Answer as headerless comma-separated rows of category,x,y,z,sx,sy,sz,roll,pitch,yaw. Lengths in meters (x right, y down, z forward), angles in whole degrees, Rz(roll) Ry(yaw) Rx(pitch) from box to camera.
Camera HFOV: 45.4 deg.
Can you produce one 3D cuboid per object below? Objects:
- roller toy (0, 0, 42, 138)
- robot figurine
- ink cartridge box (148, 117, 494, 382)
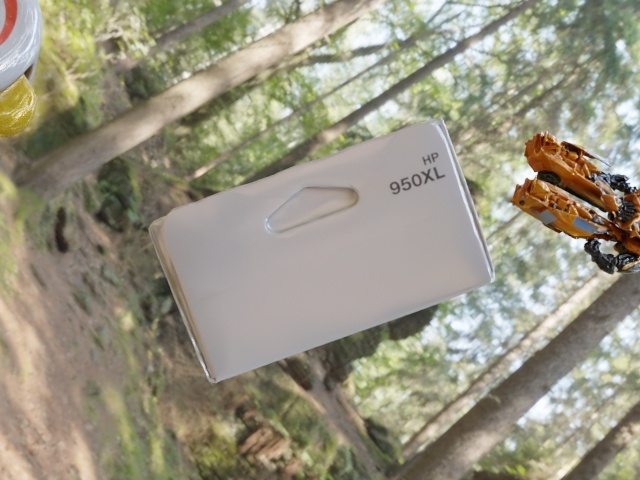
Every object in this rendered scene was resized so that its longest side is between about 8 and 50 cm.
roller toy,-0.367,-0.193,0.723,0.146,0.191,0.209,-38,-128,57
robot figurine,0.484,-0.066,1.359,0.291,0.211,0.085,26,-28,-10
ink cartridge box,0.000,0.000,0.868,0.395,0.285,0.166,-96,166,-87
